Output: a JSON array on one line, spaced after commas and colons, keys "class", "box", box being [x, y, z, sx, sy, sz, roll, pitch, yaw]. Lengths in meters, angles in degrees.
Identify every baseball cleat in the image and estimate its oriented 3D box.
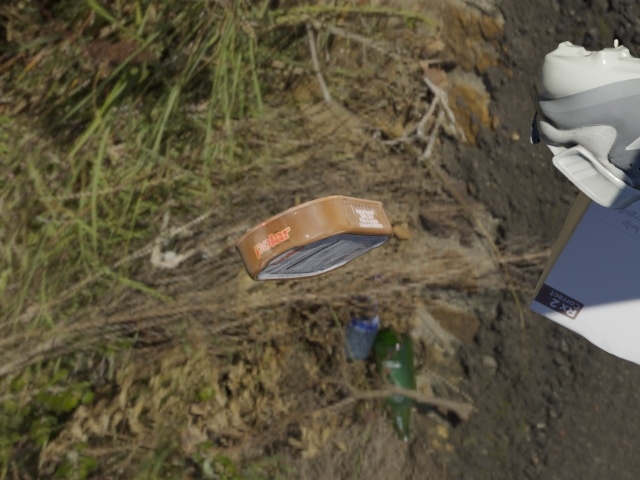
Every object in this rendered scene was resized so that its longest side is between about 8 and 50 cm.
[{"class": "baseball cleat", "box": [0.233, -0.065, 0.586, 0.206, 0.072, 0.109, 22, 118, 37]}]

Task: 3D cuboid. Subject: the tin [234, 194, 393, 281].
[{"class": "tin", "box": [0.000, 0.000, 0.825, 0.106, 0.189, 0.040, -33, 76, 21]}]

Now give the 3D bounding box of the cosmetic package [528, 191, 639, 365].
[{"class": "cosmetic package", "box": [0.292, -0.007, 0.785, 0.151, 0.184, 0.151, 27, 129, 9]}]
